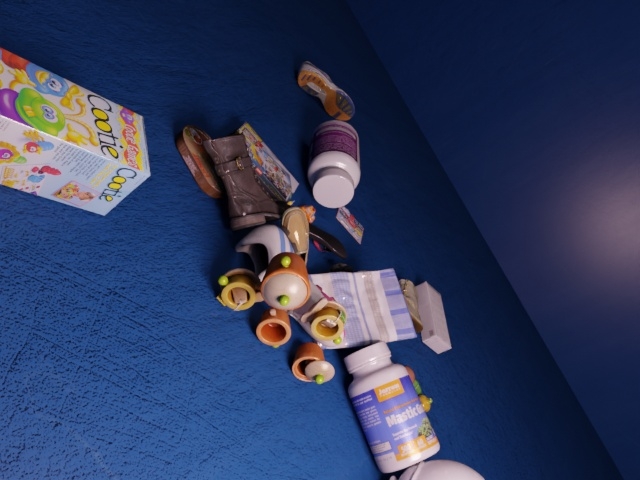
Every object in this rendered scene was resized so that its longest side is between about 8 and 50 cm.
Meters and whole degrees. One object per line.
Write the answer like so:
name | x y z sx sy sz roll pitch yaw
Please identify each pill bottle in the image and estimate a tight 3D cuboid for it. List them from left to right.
pill bottle | 0.043 -0.243 1.693 0.169 0.169 0.301 42 31 -28
pill bottle | 0.157 0.385 1.246 0.152 0.152 0.271 5 58 -57

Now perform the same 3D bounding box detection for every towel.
towel | 0.095 0.167 1.349 0.285 0.034 0.209 -2 59 -22

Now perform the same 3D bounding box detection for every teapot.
teapot | 0.231 0.573 1.142 0.187 0.256 0.252 26 45 22

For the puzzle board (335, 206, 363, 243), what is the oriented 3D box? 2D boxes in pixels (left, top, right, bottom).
puzzle board | 0.101 -0.059 1.768 0.128 0.011 0.096 47 29 -19

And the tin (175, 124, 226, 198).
tin | -0.275 -0.185 1.258 0.189 0.040 0.106 61 24 4

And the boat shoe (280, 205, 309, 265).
boat shoe | -0.053 0.005 1.287 0.072 0.068 0.189 -112 -169 -47

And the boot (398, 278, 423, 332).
boot | 0.257 0.181 1.705 0.213 0.077 0.165 48 29 -29

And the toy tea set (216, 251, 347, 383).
toy tea set | -0.056 0.174 1.074 0.336 0.200 0.124 51 19 -25

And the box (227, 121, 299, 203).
box | -0.165 -0.199 1.441 0.233 0.044 0.159 49 28 -16

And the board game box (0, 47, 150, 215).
board game box | -0.440 -0.169 0.854 0.275 0.144 0.142 22 43 -49

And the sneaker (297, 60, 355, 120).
sneaker | 0.031 -0.604 2.109 0.296 0.112 0.130 37 34 -36

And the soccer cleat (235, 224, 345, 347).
soccer cleat | -0.077 0.117 1.204 0.143 0.116 0.331 -25 78 -45

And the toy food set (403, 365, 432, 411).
toy food set | 0.238 0.408 1.443 0.218 0.071 0.128 49 29 -16

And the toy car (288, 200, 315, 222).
toy car | -0.052 -0.082 1.508 0.122 0.041 0.060 1 61 -59

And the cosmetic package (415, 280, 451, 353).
cosmetic package | 0.388 0.267 1.845 0.099 0.060 0.239 38 33 -30

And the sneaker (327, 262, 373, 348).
sneaker | 0.092 0.187 1.440 0.106 0.101 0.267 64 0 -67

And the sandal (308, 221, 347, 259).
sandal | 0.000 0.000 1.522 0.179 0.040 0.067 33 28 -13

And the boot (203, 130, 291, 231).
boot | -0.165 -0.150 1.265 0.263 0.091 0.228 -23 99 -66
